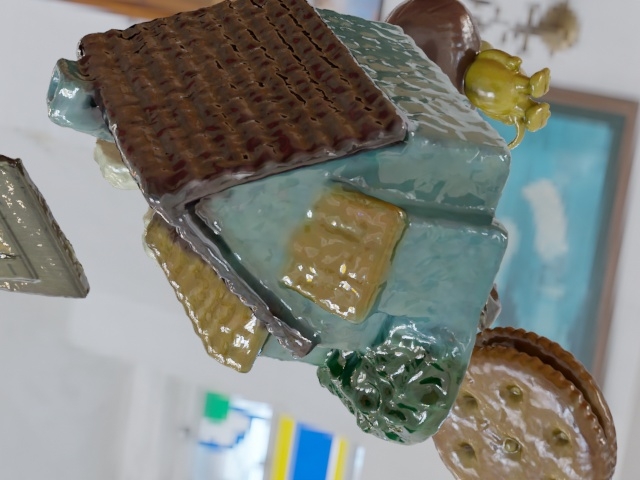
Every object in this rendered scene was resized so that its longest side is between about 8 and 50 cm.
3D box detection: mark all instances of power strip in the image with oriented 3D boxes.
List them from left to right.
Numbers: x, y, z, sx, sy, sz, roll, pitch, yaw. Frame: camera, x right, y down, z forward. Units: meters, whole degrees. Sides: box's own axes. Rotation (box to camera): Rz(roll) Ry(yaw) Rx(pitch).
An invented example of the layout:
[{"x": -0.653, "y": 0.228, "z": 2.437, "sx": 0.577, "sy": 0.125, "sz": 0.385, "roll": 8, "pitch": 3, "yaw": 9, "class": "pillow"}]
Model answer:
[{"x": -0.384, "y": -0.042, "z": 1.881, "sx": 0.257, "sy": 0.251, "sz": 0.092, "roll": 7, "pitch": -127, "yaw": 16, "class": "power strip"}]

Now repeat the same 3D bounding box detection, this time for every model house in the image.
[{"x": -0.049, "y": -0.026, "z": 1.162, "sx": 0.248, "sy": 0.230, "sz": 0.280, "roll": 8, "pitch": -157, "yaw": -21, "class": "model house"}]

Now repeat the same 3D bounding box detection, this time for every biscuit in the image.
[{"x": 0.208, "y": 0.197, "z": 1.831, "sx": 0.220, "sy": 0.220, "sz": 0.066, "roll": 19, "pitch": -145, "yaw": 34, "class": "biscuit"}]

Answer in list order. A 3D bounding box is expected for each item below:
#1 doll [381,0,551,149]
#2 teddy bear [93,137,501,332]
[{"x": 0.123, "y": -0.143, "z": 1.633, "sx": 0.188, "sy": 0.145, "sz": 0.096, "roll": 37, "pitch": -135, "yaw": 15, "class": "doll"}, {"x": 0.000, "y": 0.000, "z": 1.842, "sx": 0.375, "sy": 0.362, "sz": 0.327, "roll": -25, "pitch": -129, "yaw": -12, "class": "teddy bear"}]
